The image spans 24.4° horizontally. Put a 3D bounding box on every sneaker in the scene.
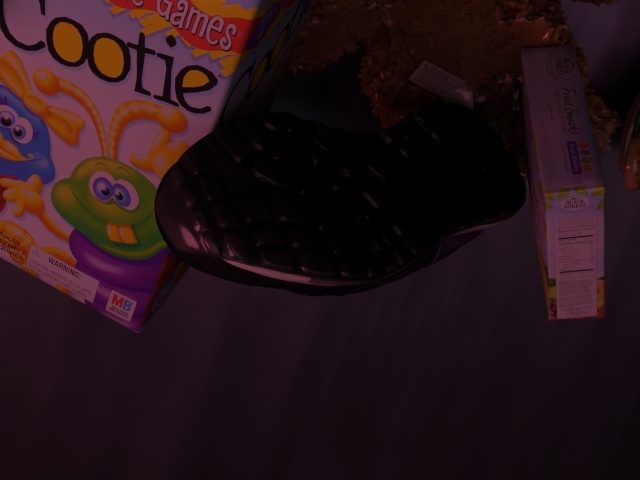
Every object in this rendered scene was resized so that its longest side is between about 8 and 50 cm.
[{"bbox_3d":[0.000,0.000,0.860,0.283,0.107,0.124,-8,155,-49],"label":"sneaker"}]

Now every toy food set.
[{"bbox_3d":[0.226,-0.076,1.005,0.020,0.083,0.083,21,108,28],"label":"toy food set"}]

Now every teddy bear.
[{"bbox_3d":[0.082,-0.153,0.947,0.245,0.113,0.338,-30,125,20],"label":"teddy bear"}]

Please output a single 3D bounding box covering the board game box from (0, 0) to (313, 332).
[{"bbox_3d":[-0.102,-0.105,0.859,0.142,0.144,0.275,29,135,4],"label":"board game box"}]

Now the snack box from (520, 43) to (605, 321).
[{"bbox_3d":[0.144,-0.036,0.882,0.037,0.141,0.100,-5,130,4],"label":"snack box"}]
